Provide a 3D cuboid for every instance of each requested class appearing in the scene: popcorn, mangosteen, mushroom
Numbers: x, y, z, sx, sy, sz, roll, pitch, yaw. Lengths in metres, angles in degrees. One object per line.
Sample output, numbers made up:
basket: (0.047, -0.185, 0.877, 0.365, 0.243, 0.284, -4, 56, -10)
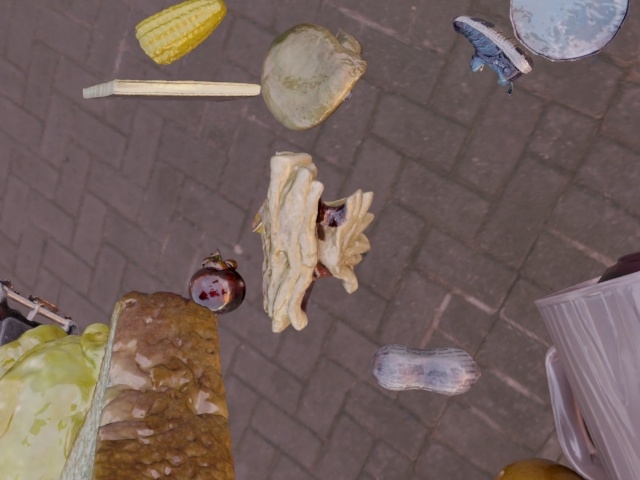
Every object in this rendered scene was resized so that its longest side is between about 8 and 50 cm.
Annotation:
popcorn: (-0.302, 0.262, 0.955, 0.312, 0.312, 0.312, 8, 104, 32)
mangosteen: (-0.215, 0.087, 1.573, 0.140, 0.140, 0.140, 8, 104, 32)
mushroom: (-0.018, -0.434, 1.913, 0.292, 0.217, 0.212, -39, 118, 0)

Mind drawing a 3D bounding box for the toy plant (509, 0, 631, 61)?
toy plant: (0.520, -0.513, 1.562, 0.247, 0.332, 0.247, 7, 114, 16)

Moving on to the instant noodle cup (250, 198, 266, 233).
instant noodle cup: (-0.049, -0.046, 1.836, 0.185, 0.168, 0.168, 32, 122, -14)

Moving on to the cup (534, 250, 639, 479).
cup: (0.308, 0.144, 0.661, 0.288, 0.208, 0.273, -25, 81, 36)

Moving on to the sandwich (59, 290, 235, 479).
sandwich: (-0.130, 0.201, 0.512, 0.100, 0.288, 0.254, 16, 109, -17)

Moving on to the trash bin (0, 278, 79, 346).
trash bin: (-0.608, 0.283, 1.312, 0.368, 0.256, 0.296, -31, 45, 23)

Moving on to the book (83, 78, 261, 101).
book: (-0.226, -0.225, 1.144, 0.160, 0.228, 0.024, 10, 103, 57)

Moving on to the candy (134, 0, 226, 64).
candy: (-0.292, -0.461, 1.619, 0.199, 0.106, 0.094, -27, 53, 6)

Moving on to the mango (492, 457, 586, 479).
mango: (0.240, 0.303, 0.785, 0.120, 0.221, 0.151, -30, 67, 2)

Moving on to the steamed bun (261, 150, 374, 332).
steamed bun: (0.000, 0.000, 1.678, 0.189, 0.247, 0.427, 15, 118, 19)

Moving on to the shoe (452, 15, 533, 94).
shoe: (0.367, -0.418, 1.656, 0.207, 0.091, 0.106, 45, 119, 6)

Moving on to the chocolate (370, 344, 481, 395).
chocolate: (0.158, 0.193, 1.129, 0.167, 0.072, 0.072, 6, 105, 2)
